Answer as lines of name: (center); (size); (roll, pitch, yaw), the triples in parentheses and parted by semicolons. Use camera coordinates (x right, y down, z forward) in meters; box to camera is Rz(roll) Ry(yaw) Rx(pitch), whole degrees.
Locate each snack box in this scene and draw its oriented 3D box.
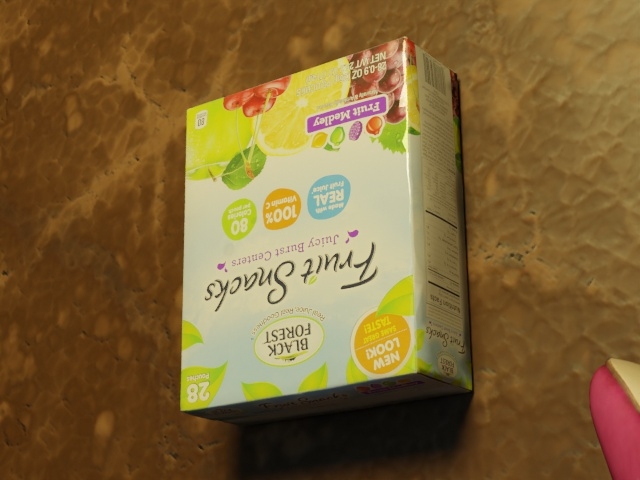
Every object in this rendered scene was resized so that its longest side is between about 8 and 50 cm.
snack box: (0.000, 0.000, 0.790); (0.174, 0.070, 0.207); (-14, 68, 33)

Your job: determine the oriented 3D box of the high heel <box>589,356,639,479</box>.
high heel: (0.182, 0.212, 0.528); (0.181, 0.127, 0.377); (-61, 29, 21)
